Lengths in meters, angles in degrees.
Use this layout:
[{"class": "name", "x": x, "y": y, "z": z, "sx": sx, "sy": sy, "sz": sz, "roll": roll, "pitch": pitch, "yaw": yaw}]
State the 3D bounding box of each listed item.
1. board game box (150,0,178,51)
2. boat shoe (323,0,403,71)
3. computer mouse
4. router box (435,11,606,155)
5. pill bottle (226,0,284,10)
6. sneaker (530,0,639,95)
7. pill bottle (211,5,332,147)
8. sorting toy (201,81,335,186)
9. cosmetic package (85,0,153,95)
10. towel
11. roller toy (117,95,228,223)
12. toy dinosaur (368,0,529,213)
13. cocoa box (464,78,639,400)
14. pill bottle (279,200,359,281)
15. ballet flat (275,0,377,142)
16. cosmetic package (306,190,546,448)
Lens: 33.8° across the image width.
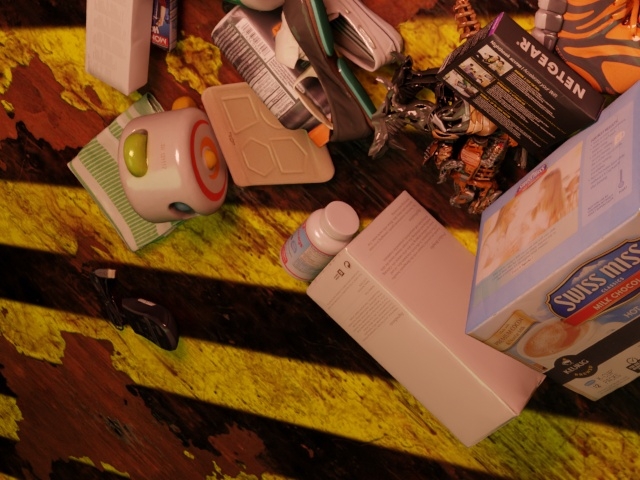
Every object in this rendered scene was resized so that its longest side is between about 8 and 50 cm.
[{"class": "board game box", "x": -0.315, "y": -0.407, "z": 1.789, "sx": 0.194, "sy": 0.060, "sz": 0.194, "roll": 27, "pitch": 136, "yaw": 20}, {"class": "boat shoe", "x": 0.019, "y": -0.335, "z": 1.561, "sx": 0.226, "sy": 0.076, "sz": 0.083, "roll": 35, "pitch": 136, "yaw": 13}, {"class": "computer mouse", "x": -0.393, "y": 0.132, "z": 2.266, "sx": 0.262, "sy": 0.060, "sz": 0.184, "roll": 13, "pitch": 133, "yaw": 46}, {"class": "router box", "x": 0.258, "y": -0.199, "z": 1.367, "sx": 0.179, "sy": 0.046, "sz": 0.133, "roll": 37, "pitch": 151, "yaw": -13}, {"class": "pill bottle", "x": -0.201, "y": -0.475, "z": 1.539, "sx": 0.361, "sy": 0.204, "sz": 0.204, "roll": 22, "pitch": 132, "yaw": 26}, {"class": "sneaker", "x": 0.366, "y": -0.314, "z": 1.280, "sx": 0.180, "sy": 0.124, "sz": 0.321, "roll": 22, "pitch": 143, "yaw": 20}, {"class": "pill bottle", "x": -0.045, "y": -0.262, "z": 1.629, "sx": 0.245, "sy": 0.130, "sz": 0.130, "roll": 50, "pitch": 138, "yaw": -4}, {"class": "sorting toy", "x": -0.087, "y": -0.185, "z": 1.795, "sx": 0.208, "sy": 0.038, "sz": 0.193, "roll": -3, "pitch": 119, "yaw": 35}, {"class": "cosmetic package", "x": -0.333, "y": -0.367, "z": 1.743, "sx": 0.099, "sy": 0.060, "sz": 0.239, "roll": 29, "pitch": 135, "yaw": 15}, {"class": "towel", "x": -0.348, "y": -0.118, "z": 2.053, "sx": 0.325, "sy": 0.038, "sz": 0.248, "roll": -27, "pitch": 101, "yaw": 47}, {"class": "roller toy", "x": -0.247, "y": -0.132, "z": 1.834, "sx": 0.146, "sy": 0.209, "sz": 0.191, "roll": -8, "pitch": 119, "yaw": 18}, {"class": "toy dinosaur", "x": 0.197, "y": -0.189, "z": 1.511, "sx": 0.218, "sy": 0.164, "sz": 0.322, "roll": 9, "pitch": 109, "yaw": 16}, {"class": "cocoa box", "x": 0.383, "y": 0.009, "z": 1.366, "sx": 0.228, "sy": 0.231, "sz": 0.347, "roll": 27, "pitch": 140, "yaw": -16}, {"class": "pill bottle", "x": 0.000, "y": 0.000, "z": 1.822, "sx": 0.087, "sy": 0.087, "sz": 0.160, "roll": 45, "pitch": 137, "yaw": 2}, {"class": "ballet flat", "x": -0.007, "y": -0.255, "z": 1.504, "sx": 0.096, "sy": 0.095, "sz": 0.280, "roll": -21, "pitch": 115, "yaw": 14}, {"class": "cosmetic package", "x": 0.186, "y": 0.124, "z": 1.687, "sx": 0.365, "sy": 0.197, "sz": 0.155, "roll": 45, "pitch": 138, "yaw": 4}]
